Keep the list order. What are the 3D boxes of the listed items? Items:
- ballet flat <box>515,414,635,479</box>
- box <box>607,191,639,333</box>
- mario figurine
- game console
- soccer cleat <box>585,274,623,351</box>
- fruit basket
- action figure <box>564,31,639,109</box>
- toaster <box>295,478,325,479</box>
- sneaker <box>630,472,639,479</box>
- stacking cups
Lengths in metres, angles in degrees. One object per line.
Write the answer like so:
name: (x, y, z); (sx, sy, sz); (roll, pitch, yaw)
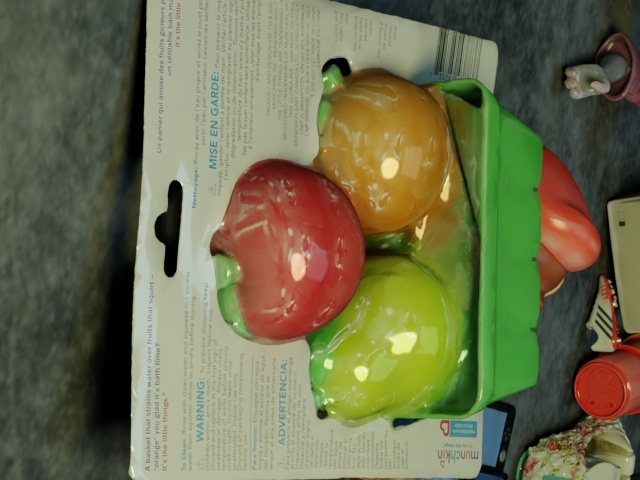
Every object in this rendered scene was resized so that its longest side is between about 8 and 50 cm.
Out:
ballet flat: (0.275, 0.229, 1.934); (0.241, 0.077, 0.091); (-15, 112, -60)
box: (0.427, 0.003, 2.065); (0.311, 0.121, 0.148); (-17, 99, -60)
mario figurine: (0.100, 0.059, 1.548); (0.321, 0.170, 0.198); (-62, -177, -12)
game console: (0.170, 0.202, 1.735); (0.122, 0.071, 0.107); (23, 79, -62)
soccer cleat: (0.289, 0.076, 1.962); (0.029, 0.035, 0.083); (52, 31, -66)
fruit basket: (0.000, 0.000, 1.290); (0.353, 0.165, 0.327); (5, 84, -42)
action figure: (0.362, -0.223, 1.884); (0.276, 0.248, 0.370); (-74, 170, -82)
toaster: (-0.054, 0.256, 1.280); (0.227, 0.129, 0.146); (-53, 138, -37)
sneaker: (0.302, 0.400, 2.048); (0.131, 0.112, 0.319); (-1, 106, -34)
stacking cups: (0.365, 0.127, 2.064); (0.316, 0.096, 0.096); (-8, 106, -58)
